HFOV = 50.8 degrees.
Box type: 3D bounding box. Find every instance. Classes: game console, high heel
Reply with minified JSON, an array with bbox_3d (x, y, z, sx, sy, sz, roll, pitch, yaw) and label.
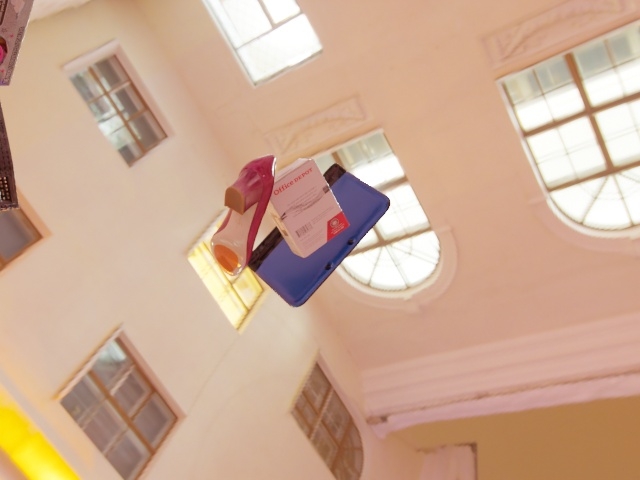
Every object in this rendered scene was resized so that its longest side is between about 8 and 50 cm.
[{"bbox_3d":[0.000,0.000,1.443,0.293,0.173,0.250,-47,168,-4],"label":"game console"},{"bbox_3d":[-0.129,-0.040,1.186,0.082,0.244,0.117,27,-132,17],"label":"high heel"}]

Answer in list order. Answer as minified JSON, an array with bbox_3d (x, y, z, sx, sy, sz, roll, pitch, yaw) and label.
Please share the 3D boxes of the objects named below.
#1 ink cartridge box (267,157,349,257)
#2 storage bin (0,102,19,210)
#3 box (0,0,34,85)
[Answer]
[{"bbox_3d":[-0.033,-0.062,1.236,0.109,0.150,0.063,-35,-159,-15],"label":"ink cartridge box"},{"bbox_3d":[-0.520,-0.140,1.025,0.085,0.180,0.122,-11,148,-25],"label":"storage bin"},{"bbox_3d":[-0.609,-0.406,1.163,0.142,0.163,0.247,-17,155,-46],"label":"box"}]
